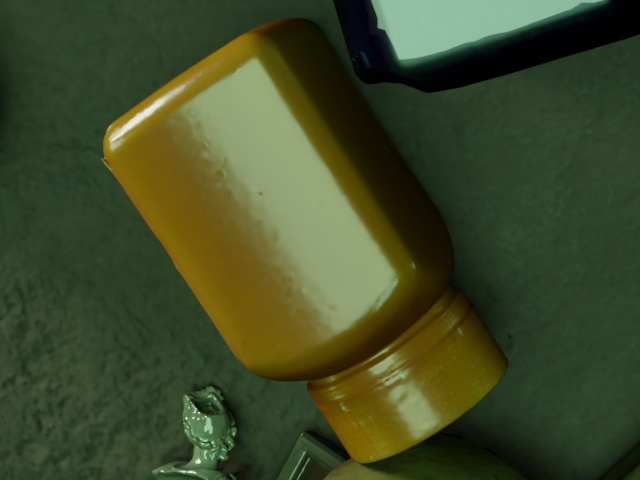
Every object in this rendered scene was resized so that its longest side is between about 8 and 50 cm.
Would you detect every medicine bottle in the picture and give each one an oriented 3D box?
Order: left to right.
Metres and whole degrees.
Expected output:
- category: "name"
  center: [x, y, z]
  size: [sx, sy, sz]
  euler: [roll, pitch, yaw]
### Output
- category: "medicine bottle"
  center: [-0.001, 0.000, 0.713]
  size: [0.112, 0.149, 0.222]
  euler: [-32, 95, 16]

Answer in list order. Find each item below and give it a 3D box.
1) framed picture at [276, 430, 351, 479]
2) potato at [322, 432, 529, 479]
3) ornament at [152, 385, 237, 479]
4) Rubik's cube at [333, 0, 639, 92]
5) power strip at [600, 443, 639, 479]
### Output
- category: "framed picture"
  center: [0.049, 0.256, 0.770]
  size: [0.260, 0.023, 0.189]
  euler: [30, 99, 24]
- category: "potato"
  center: [0.052, 0.201, 0.706]
  size: [0.182, 0.117, 0.202]
  euler: [-42, 69, 11]
- category: "ornament"
  center: [-0.069, 0.144, 0.814]
  size: [0.068, 0.041, 0.092]
  euler: [31, 119, 26]
- category: "Rubik's cube"
  center: [0.131, -0.238, 0.570]
  size: [0.293, 0.288, 0.283]
  euler: [-18, 99, 16]
- category: "power strip"
  center: [0.182, 0.184, 0.763]
  size: [0.092, 0.066, 0.387]
  euler: [43, 107, 2]
